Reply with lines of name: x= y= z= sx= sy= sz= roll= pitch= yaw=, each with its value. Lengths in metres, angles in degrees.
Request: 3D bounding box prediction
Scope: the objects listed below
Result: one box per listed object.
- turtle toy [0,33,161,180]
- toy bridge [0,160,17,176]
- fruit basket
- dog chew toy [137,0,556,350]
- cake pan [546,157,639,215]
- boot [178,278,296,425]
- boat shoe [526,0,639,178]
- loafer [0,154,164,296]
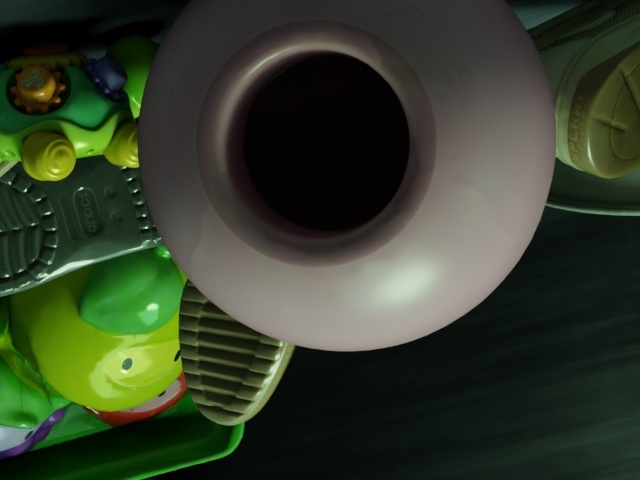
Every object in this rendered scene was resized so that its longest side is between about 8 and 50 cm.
turtle toy: x=-0.131 y=-0.074 z=0.802 sx=0.130 sy=0.066 sz=0.095 roll=-14 pitch=-163 yaw=-39
toy bridge: x=-0.230 y=-0.045 z=0.836 sx=0.188 sy=0.063 sz=0.026 roll=-14 pitch=173 yaw=-20
fruit basket: x=-0.224 y=0.110 z=1.429 sx=0.392 sy=0.283 sz=0.392 roll=-5 pitch=-172 yaw=1
dog chew toy: x=0.028 y=-0.055 z=0.817 sx=0.206 sy=0.207 sz=0.332 roll=-17 pitch=-179 yaw=11
cake pan: x=0.286 y=-0.094 z=1.193 sx=0.293 sy=0.054 sz=0.293 roll=-8 pitch=-160 yaw=3
boot: x=0.000 y=0.000 z=1.056 sx=0.090 sy=0.249 sz=0.207 roll=19 pitch=-167 yaw=26
boat shoe: x=0.239 y=-0.138 z=1.026 sx=0.110 sy=0.122 sz=0.341 roll=23 pitch=-150 yaw=37
loafer: x=-0.189 y=-0.016 z=1.024 sx=0.251 sy=0.094 sz=0.087 roll=-8 pitch=-176 yaw=-12
